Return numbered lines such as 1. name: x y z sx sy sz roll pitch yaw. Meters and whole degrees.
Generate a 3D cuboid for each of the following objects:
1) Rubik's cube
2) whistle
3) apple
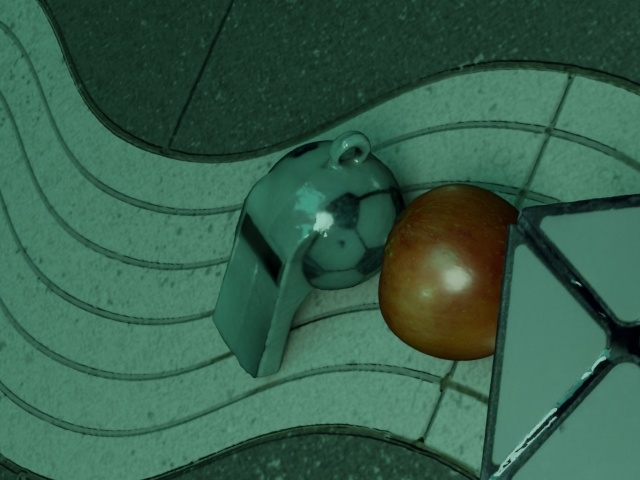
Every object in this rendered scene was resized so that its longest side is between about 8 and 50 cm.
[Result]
1. Rubik's cube: 0.301 0.120 1.390 0.260 0.259 0.255 -7 64 40
2. whistle: 0.000 0.000 1.776 0.290 0.163 0.163 108 146 -42
3. apple: 0.131 0.032 1.630 0.139 0.163 0.163 13 78 28
